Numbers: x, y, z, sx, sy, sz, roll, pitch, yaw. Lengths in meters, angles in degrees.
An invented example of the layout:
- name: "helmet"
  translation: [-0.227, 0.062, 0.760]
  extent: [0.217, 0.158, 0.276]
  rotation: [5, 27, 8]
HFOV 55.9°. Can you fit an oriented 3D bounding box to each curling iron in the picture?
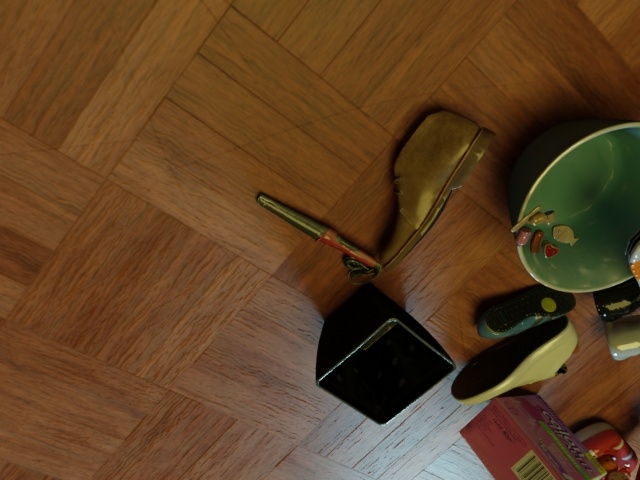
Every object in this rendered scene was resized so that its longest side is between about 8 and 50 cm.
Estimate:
- name: "curling iron"
  translation: [0.000, 0.000, 1.057]
  extent: [0.274, 0.035, 0.068]
  rotation: [34, 122, -25]

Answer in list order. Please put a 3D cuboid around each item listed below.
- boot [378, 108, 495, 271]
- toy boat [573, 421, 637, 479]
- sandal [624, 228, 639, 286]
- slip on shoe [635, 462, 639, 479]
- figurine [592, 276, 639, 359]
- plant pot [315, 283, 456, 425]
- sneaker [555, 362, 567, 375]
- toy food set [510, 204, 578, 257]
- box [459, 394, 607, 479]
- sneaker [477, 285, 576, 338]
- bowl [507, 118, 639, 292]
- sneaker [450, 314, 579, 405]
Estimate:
- name: "boot"
  translation: [0.165, -0.082, 1.028]
  extent: [0.115, 0.112, 0.305]
  rotation: [32, 118, 6]
- name: "toy boat"
  translation: [0.700, 0.557, 1.475]
  extent: [0.151, 0.151, 0.231]
  rotation: [-40, 120, 13]
- name: "sandal"
  translation: [0.545, 0.023, 0.979]
  extent: [0.102, 0.076, 0.265]
  rotation: [-19, 146, 17]
- name: "slip on shoe"
  translation: [0.808, 0.469, 1.423]
  extent: [0.101, 0.123, 0.331]
  rotation: [24, 87, -10]
- name: "figurine"
  translation: [0.676, 0.144, 1.211]
  extent: [0.209, 0.092, 0.215]
  rotation: [-15, 127, 25]
- name: "plant pot"
  translation: [0.103, 0.196, 1.125]
  extent: [0.188, 0.167, 0.187]
  rotation: [-44, 119, 15]
- name: "sneaker"
  translation: [0.509, 0.284, 1.338]
  extent: [0.083, 0.035, 0.031]
  rotation: [-10, 122, -5]
- name: "toy food set"
  translation: [0.345, -0.011, 0.944]
  extent: [0.078, 0.019, 0.122]
  rotation: [-43, 127, 16]
- name: "box"
  translation: [0.451, 0.449, 1.273]
  extent: [0.243, 0.213, 0.117]
  rotation: [16, 120, -48]
- name: "sneaker"
  translation: [0.415, 0.149, 1.229]
  extent: [0.209, 0.069, 0.082]
  rotation: [-17, 156, -11]
- name: "bowl"
  translation: [0.448, -0.081, 1.027]
  extent: [0.312, 0.163, 0.311]
  rotation: [-5, 121, -8]
- name: "sneaker"
  translation: [0.421, 0.279, 1.275]
  extent: [0.290, 0.106, 0.123]
  rotation: [-34, 119, 8]
